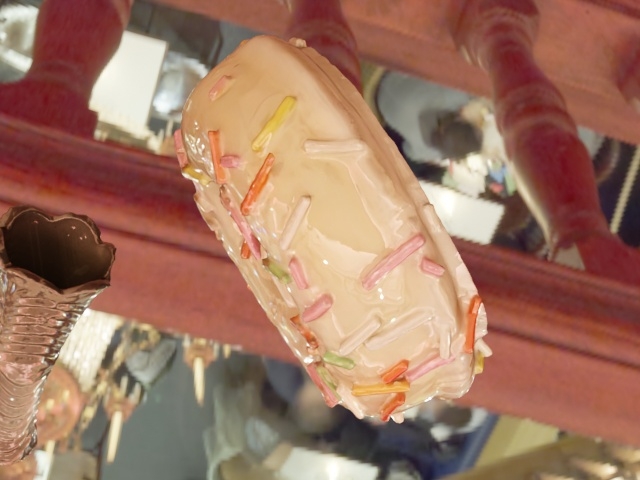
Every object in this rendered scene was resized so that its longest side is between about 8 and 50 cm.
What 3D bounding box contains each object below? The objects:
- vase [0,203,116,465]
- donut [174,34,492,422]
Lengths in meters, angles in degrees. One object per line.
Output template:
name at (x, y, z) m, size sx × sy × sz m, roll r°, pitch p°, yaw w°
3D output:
vase at (-0.263, 0.092, 1.113) m, size 0.115 × 0.115 × 0.237 m, roll 18°, pitch 124°, yaw -12°
donut at (0.000, 0.000, 1.116) m, size 0.142 × 0.382 × 0.383 m, roll -32°, pitch 119°, yaw -9°
